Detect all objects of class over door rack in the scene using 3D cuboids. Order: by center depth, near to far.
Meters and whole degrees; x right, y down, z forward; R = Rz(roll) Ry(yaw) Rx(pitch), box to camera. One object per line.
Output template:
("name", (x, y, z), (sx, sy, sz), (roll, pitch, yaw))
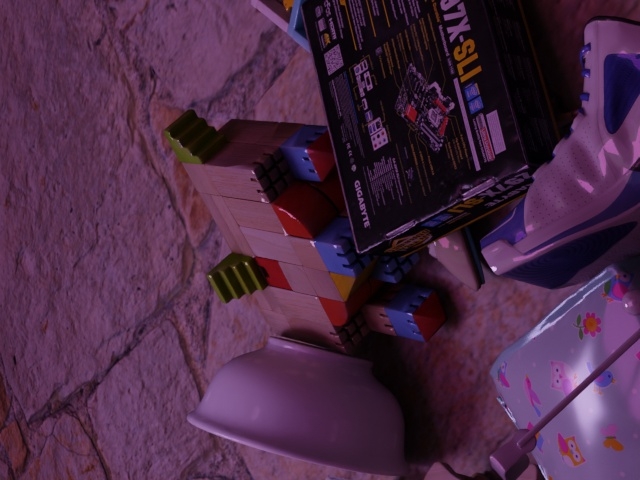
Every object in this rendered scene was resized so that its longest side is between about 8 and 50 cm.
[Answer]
("over door rack", (0.316, 0.162, 1.028), (0.324, 0.108, 0.239), (-49, 61, 12))

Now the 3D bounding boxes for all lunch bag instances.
("lunch bag", (0.298, 0.162, 1.236), (0.262, 0.160, 0.223), (-47, 64, 45))

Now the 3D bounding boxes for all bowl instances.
("bowl", (-0.015, 0.205, 1.634), (0.298, 0.298, 0.134), (8, 83, 54))

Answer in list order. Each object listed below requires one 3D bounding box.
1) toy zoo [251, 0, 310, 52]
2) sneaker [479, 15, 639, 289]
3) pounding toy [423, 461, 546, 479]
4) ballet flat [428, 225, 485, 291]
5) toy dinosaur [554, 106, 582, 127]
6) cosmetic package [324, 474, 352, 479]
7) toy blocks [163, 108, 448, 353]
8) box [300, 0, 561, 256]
("toy zoo", (-0.010, -0.345, 1.602), (0.293, 0.030, 0.192), (45, 135, 37))
("sneaker", (0.280, -0.101, 1.170), (0.315, 0.127, 0.182), (-38, 56, 26))
("pounding toy", (0.219, 0.341, 1.495), (0.269, 0.155, 0.154), (-37, 42, 44))
("ballet flat", (0.126, -0.055, 1.462), (0.086, 0.086, 0.248), (-22, 79, 56))
("toy dinosaur", (0.203, -0.135, 1.345), (0.211, 0.064, 0.112), (37, 129, 43))
("cosmetic package", (0.037, 0.480, 1.648), (0.153, 0.129, 0.296), (30, 99, 52))
("toy blocks", (0.000, 0.000, 1.542), (0.261, 0.191, 0.381), (9, 135, 48))
("box", (0.113, -0.173, 1.361), (0.257, 0.079, 0.322), (-29, 67, 42))
